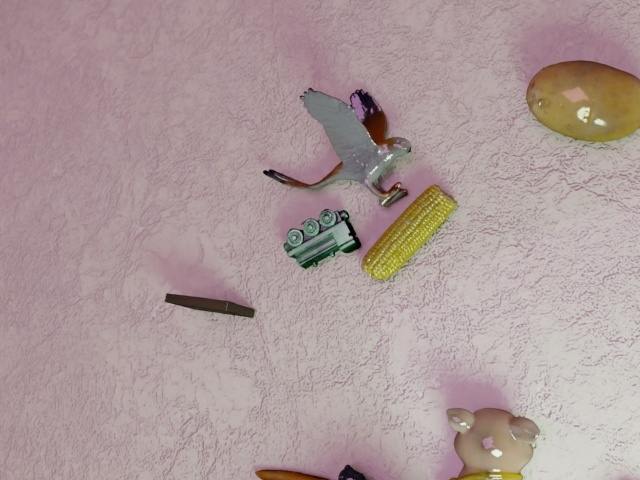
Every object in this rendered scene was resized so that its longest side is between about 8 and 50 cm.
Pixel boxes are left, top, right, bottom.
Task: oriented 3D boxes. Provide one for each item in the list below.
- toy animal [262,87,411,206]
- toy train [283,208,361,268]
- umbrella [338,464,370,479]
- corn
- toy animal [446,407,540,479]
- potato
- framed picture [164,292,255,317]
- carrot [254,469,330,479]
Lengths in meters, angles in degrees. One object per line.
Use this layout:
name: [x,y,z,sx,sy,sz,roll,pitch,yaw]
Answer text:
toy animal: [0.047,-0.166,1.591,0.302,0.225,0.284,44,115,15]
toy train: [0.000,0.000,1.598,0.170,0.071,0.111,-30,74,14]
umbrella: [0.131,0.528,1.405,0.224,0.071,0.080,15,111,21]
corn: [0.187,-0.014,1.511,0.248,0.081,0.081,-47,64,6]
toy animal: [0.312,0.436,1.312,0.165,0.149,0.248,2,89,9]
potato: [0.528,-0.277,1.406,0.233,0.146,0.151,17,114,26]
framed picture: [-0.255,0.151,1.635,0.168,0.128,0.023,5,78,24]
carrot: [-0.057,0.512,1.511,0.190,0.037,0.037,4,78,28]
